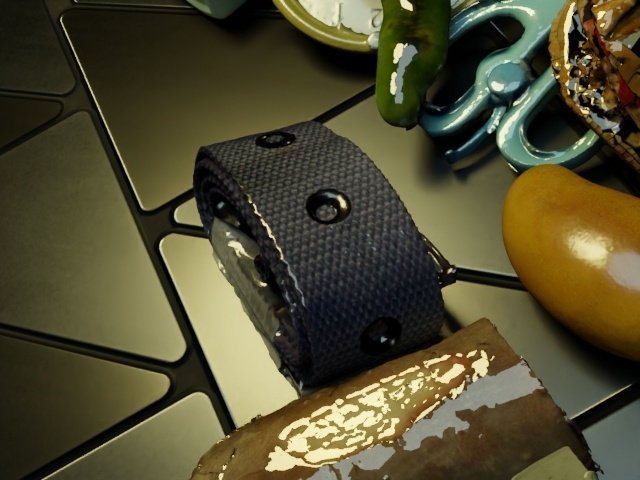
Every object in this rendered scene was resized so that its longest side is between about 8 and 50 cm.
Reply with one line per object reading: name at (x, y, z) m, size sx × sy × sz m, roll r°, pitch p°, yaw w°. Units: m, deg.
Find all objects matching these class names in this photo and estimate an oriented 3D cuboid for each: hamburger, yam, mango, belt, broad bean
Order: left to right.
belt at (0.000, 0.000, 0.672) m, size 0.126 × 0.140 × 0.230 m, roll -20°, pitch 38°, yaw -18°
broad bean at (0.031, -0.225, 0.801) m, size 0.144 × 0.049 × 0.292 m, roll -39°, pitch 66°, yaw -1°
yam at (0.039, 0.143, 0.584) m, size 0.238 × 0.129 × 0.128 m, roll -27°, pitch 38°, yaw 4°
mango at (0.187, 0.008, 0.644) m, size 0.102 × 0.085 × 0.184 m, roll -40°, pitch 50°, yaw -1°
hamburger at (0.279, -0.139, 0.659) m, size 0.231 × 0.107 × 0.231 m, roll 2°, pitch 74°, yaw -8°

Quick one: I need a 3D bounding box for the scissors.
scissors at (0.233, -0.209, 0.763) m, size 0.393 × 0.032 × 0.180 m, roll -48°, pitch 60°, yaw -2°

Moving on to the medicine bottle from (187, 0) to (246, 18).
medicine bottle at (-0.058, -0.331, 0.950) m, size 0.229 × 0.083 × 0.121 m, roll -42°, pitch 57°, yaw -10°

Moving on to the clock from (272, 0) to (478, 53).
clock at (0.060, -0.272, 0.867) m, size 0.237 × 0.057 × 0.237 m, roll -3°, pitch 76°, yaw 10°

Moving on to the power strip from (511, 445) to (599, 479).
power strip at (0.160, 0.190, 0.499) m, size 0.042 × 0.175 × 0.075 m, roll -31°, pitch 16°, yaw 2°
